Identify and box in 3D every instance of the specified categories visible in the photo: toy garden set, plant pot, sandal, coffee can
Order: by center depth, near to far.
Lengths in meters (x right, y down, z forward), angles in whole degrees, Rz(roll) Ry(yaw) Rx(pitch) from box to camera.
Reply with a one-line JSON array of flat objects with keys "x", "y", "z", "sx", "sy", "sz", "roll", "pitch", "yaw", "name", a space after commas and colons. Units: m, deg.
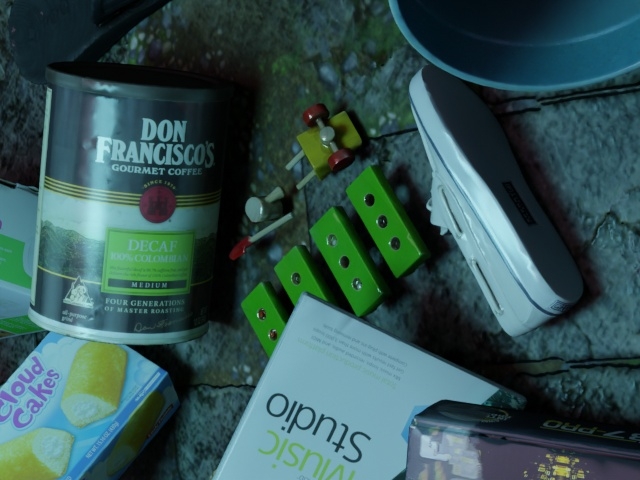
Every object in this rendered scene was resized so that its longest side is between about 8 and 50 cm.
[{"x": 0.178, "y": -0.306, "z": 1.378, "sx": 0.271, "sy": 0.271, "sz": 0.255, "roll": -41, "pitch": 40, "yaw": 38, "name": "plant pot"}, {"x": 0.000, "y": 0.000, "z": 1.736, "sx": 0.244, "sy": 0.049, "sz": 0.204, "roll": -46, "pitch": 64, "yaw": 37, "name": "toy garden set"}, {"x": -0.206, "y": -0.045, "z": 1.826, "sx": 0.201, "sy": 0.201, "sz": 0.275, "roll": 17, "pitch": 105, "yaw": 43, "name": "coffee can"}, {"x": -0.243, "y": -0.322, "z": 1.905, "sx": 0.446, "sy": 0.107, "sz": 0.167, "roll": -42, "pitch": 65, "yaw": 38, "name": "sandal"}]

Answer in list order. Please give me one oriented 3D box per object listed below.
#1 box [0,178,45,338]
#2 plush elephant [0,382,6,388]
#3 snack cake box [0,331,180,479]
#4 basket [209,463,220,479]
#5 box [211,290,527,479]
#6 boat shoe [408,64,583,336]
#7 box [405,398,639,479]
[{"x": -0.408, "y": 0.014, "z": 1.974, "sx": 0.231, "sy": 0.262, "sz": 0.127, "roll": -10, "pitch": 66, "yaw": 44, "name": "box"}, {"x": -0.431, "y": 0.279, "z": 2.032, "sx": 0.330, "sy": 0.255, "sz": 0.272, "roll": 25, "pitch": 110, "yaw": 41, "name": "plush elephant"}, {"x": -0.301, "y": 0.226, "z": 1.886, "sx": 0.152, "sy": 0.264, "sz": 0.089, "roll": 31, "pitch": 157, "yaw": 22, "name": "snack cake box"}, {"x": -0.057, "y": 0.354, "z": 1.698, "sx": 0.223, "sy": 0.213, "sz": 0.299, "roll": 35, "pitch": 89, "yaw": -2, "name": "basket"}, {"x": 0.019, "y": 0.240, "z": 1.564, "sx": 0.232, "sy": 0.058, "sz": 0.322, "roll": 25, "pitch": 91, "yaw": -1, "name": "box"}, {"x": 0.144, "y": -0.036, "z": 1.563, "sx": 0.088, "sy": 0.096, "sz": 0.267, "roll": -40, "pitch": 74, "yaw": 34, "name": "boat shoe"}, {"x": 0.225, "y": 0.352, "z": 1.439, "sx": 0.318, "sy": 0.097, "sz": 0.395, "roll": 8, "pitch": 99, "yaw": 23, "name": "box"}]
